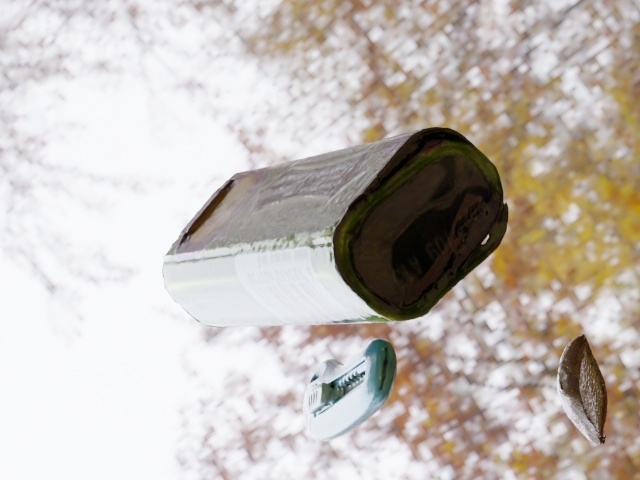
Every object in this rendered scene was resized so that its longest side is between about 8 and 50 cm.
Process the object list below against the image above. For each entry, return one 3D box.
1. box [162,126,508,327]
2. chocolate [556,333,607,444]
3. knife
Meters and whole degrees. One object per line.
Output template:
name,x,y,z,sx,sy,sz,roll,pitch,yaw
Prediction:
box,0.000,0.000,1.309,0.097,0.345,0.134,45,-109,-15
chocolate,0.221,0.127,1.552,0.101,0.031,0.065,56,-140,-52
knife,0.016,0.107,1.316,0.031,0.222,0.064,9,-104,-11
